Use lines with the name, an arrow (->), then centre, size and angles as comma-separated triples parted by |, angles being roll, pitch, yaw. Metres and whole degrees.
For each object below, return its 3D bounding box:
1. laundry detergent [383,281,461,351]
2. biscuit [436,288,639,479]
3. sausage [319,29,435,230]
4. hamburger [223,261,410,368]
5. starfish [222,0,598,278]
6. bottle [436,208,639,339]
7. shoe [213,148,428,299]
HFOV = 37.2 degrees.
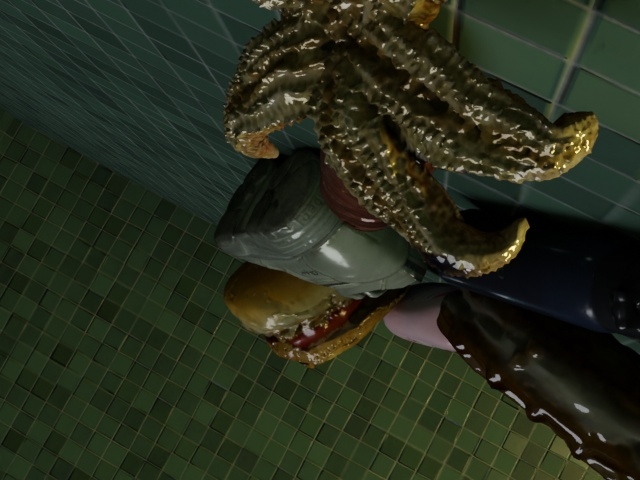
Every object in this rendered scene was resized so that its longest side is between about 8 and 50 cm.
laundry detergent -> 0.193, 0.104, 1.265 | 0.159, 0.088, 0.335 | -6, -179, -13
biscuit -> 0.259, 0.136, 0.942 | 0.332, 0.103, 0.332 | 36, -173, -5
sausage -> 0.039, -0.060, 0.666 | 0.087, 0.088, 0.433 | 28, 174, 4
hamburger -> -0.005, 0.064, 1.354 | 0.163, 0.244, 0.244 | 52, 168, -15
starfish -> 0.011, -0.082, 0.432 | 0.071, 0.216, 0.238 | -11, -122, -39
bottle -> 0.188, 0.024, 0.755 | 0.082, 0.072, 0.244 | -10, -167, -25
shoe -> 0.000, 0.000, 1.143 | 0.210, 0.132, 0.342 | 33, 170, -16
